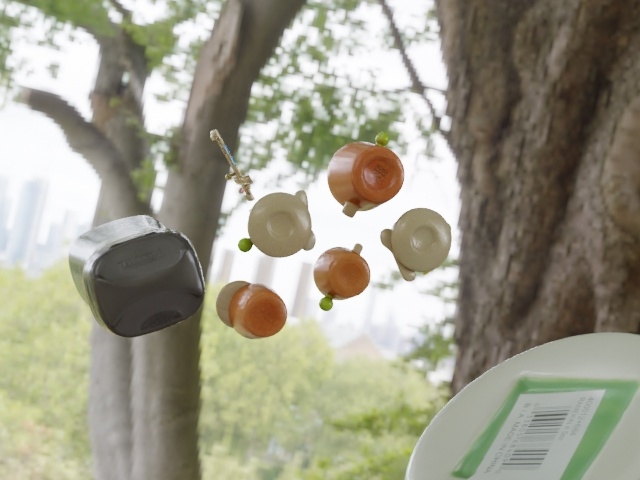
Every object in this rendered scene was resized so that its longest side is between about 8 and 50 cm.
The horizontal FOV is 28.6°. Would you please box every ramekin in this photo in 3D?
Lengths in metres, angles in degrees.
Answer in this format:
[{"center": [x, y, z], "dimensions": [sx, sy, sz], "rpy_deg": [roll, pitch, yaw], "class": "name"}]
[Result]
[{"center": [0.218, 0.214, 1.067], "dimensions": [0.303, 0.303, 0.148], "rpy_deg": [8, -46, 58], "class": "ramekin"}]

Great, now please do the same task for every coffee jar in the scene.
[{"center": [-0.156, 0.028, 1.057], "dimensions": [0.096, 0.079, 0.184], "rpy_deg": [-19, 10, -13], "class": "coffee jar"}]

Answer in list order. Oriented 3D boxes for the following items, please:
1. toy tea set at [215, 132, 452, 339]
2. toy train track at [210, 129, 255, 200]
[{"center": [0.000, 0.000, 1.680], "dimensions": [0.336, 0.200, 0.124], "rpy_deg": [-26, 8, -14], "class": "toy tea set"}, {"center": [-0.094, -0.075, 1.299], "dimensions": [0.014, 0.083, 0.048], "rpy_deg": [-33, 14, -21], "class": "toy train track"}]
